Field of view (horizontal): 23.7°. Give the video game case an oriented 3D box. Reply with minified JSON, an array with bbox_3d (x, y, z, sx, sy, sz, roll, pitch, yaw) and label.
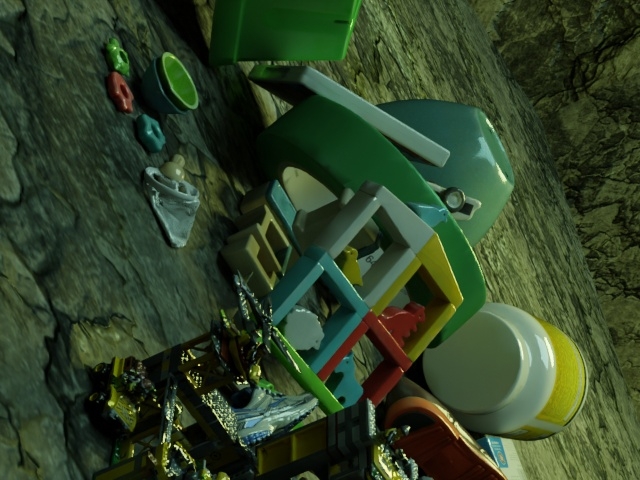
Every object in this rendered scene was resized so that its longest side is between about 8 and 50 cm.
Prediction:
[{"bbox_3d":[0.028,-0.158,1.890,0.204,0.025,0.285,30,-1,-16],"label":"video game case"}]

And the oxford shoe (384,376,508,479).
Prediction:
[{"bbox_3d":[0.175,0.280,1.958,0.271,0.097,0.098,54,14,-25],"label":"oxford shoe"}]

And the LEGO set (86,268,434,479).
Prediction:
[{"bbox_3d":[-0.026,0.203,1.269,0.331,0.192,0.255,58,18,-23],"label":"LEGO set"}]

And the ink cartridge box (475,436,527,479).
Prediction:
[{"bbox_3d":[0.253,0.389,2.077,0.134,0.078,0.231,22,46,-66],"label":"ink cartridge box"}]

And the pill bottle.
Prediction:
[{"bbox_3d":[0.264,0.190,2.206,0.334,0.188,0.188,25,43,-66],"label":"pill bottle"}]

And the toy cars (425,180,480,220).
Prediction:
[{"bbox_3d":[0.072,-0.069,2.060,0.394,0.176,0.087,17,93,-60],"label":"toy cars"}]

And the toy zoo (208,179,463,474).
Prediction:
[{"bbox_3d":[0.037,0.074,1.556,0.030,0.293,0.192,24,-23,49],"label":"toy zoo"}]

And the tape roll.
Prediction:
[{"bbox_3d":[0.056,-0.020,1.772,0.321,0.077,0.321,47,-14,15],"label":"tape roll"}]

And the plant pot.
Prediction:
[{"bbox_3d":[0.186,-0.106,2.376,0.290,0.195,0.290,55,19,-29],"label":"plant pot"}]

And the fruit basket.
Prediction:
[{"bbox_3d":[-0.105,-0.422,1.817,0.392,0.392,0.283,53,38,-36],"label":"fruit basket"}]

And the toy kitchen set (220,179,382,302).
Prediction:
[{"bbox_3d":[0.000,0.000,1.689,0.122,0.166,0.207,60,17,-17],"label":"toy kitchen set"}]

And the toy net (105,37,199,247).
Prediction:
[{"bbox_3d":[-0.160,-0.104,1.555,0.122,0.045,0.232,42,28,-54],"label":"toy net"}]

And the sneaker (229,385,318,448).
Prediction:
[{"bbox_3d":[-0.053,0.161,1.460,0.058,0.052,0.135,55,34,11],"label":"sneaker"}]
